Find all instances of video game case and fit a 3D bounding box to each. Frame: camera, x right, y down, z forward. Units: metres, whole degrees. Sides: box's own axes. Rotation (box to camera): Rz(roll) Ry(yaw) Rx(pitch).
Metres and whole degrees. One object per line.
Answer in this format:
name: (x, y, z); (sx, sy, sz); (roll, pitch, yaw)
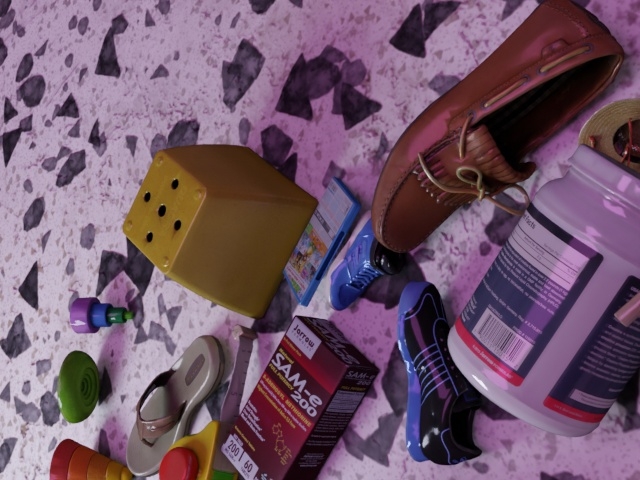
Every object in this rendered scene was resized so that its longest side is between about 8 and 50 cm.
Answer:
video game case: (0.000, 0.000, 1.393); (0.166, 0.015, 0.119); (-62, 23, 13)

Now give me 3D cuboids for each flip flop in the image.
flip flop: (-0.247, 0.262, 1.546); (0.277, 0.080, 0.112); (-55, 51, 24)

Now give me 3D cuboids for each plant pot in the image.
plant pot: (-0.170, -0.030, 1.469); (0.212, 0.187, 0.212); (39, 107, 41)

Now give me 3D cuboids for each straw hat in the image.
straw hat: (0.365, -0.119, 1.084); (0.144, 0.144, 0.061); (-6, 37, 41)

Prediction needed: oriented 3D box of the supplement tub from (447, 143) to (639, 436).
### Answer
supplement tub: (0.279, 0.054, 1.041); (0.191, 0.191, 0.272); (43, 109, 39)

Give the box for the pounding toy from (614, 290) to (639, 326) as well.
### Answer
pounding toy: (0.410, 0.048, 0.940); (0.183, 0.237, 0.110); (-49, 22, 22)

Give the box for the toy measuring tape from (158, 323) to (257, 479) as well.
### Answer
toy measuring tape: (-0.174, 0.291, 1.467); (0.121, 0.121, 0.330); (-6, 67, 41)

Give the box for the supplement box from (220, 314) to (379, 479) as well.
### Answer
supplement box: (-0.032, 0.240, 1.365); (0.130, 0.073, 0.239); (40, 107, 40)

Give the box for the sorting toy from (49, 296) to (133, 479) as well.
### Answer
sorting toy: (-0.374, 0.278, 1.672); (0.126, 0.127, 0.365); (-1, 76, 12)

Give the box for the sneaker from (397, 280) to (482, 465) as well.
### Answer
sneaker: (0.155, 0.163, 1.212); (0.090, 0.081, 0.232); (-9, 82, 38)

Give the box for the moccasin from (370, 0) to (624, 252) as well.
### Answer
moccasin: (0.211, -0.117, 1.190); (0.380, 0.139, 0.147); (-41, 47, 17)

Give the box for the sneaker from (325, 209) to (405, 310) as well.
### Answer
sneaker: (0.066, 0.039, 1.328); (0.084, 0.058, 0.152); (34, 98, 50)
